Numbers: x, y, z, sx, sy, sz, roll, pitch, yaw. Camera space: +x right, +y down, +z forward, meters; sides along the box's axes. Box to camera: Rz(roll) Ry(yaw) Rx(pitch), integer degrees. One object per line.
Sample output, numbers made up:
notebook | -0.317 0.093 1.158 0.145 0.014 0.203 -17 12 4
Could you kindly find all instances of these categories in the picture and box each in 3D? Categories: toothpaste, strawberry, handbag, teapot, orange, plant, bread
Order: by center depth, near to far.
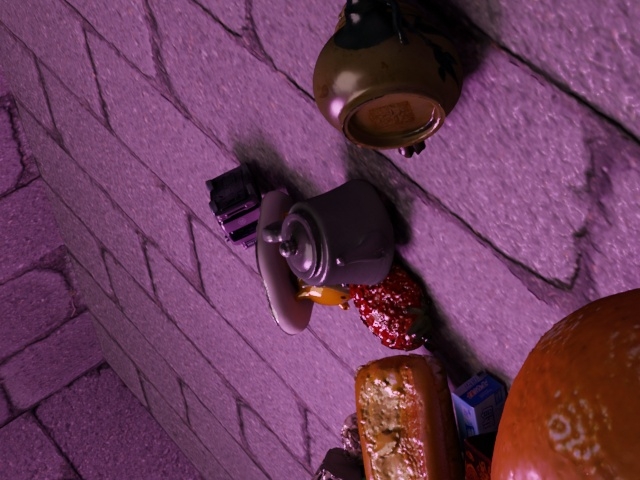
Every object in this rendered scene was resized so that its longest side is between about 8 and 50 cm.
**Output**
orange | 0.355 0.256 1.158 0.424 0.326 0.424 48 157 28
teapot | 0.078 -0.206 1.372 0.269 0.173 0.182 53 -153 -60
teapot | 0.000 0.000 1.738 0.239 0.149 0.162 22 121 56
toothpaste | 0.258 0.317 1.803 0.053 0.066 0.272 35 150 42
bread | 0.145 0.317 1.809 0.153 0.119 0.288 -10 87 31
strawberry | 0.104 0.100 1.810 0.192 0.085 0.140 61 160 -5
plant | 0.102 0.380 2.243 0.122 0.104 0.116 -15 147 39
handbag | 0.106 0.535 2.274 0.316 0.109 0.253 50 -168 11

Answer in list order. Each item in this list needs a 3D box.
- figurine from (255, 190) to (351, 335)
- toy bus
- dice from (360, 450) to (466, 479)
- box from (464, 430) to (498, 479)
figurine | -0.008 0.020 1.919 0.141 0.167 0.249 -17 76 27
toy bus | -0.138 -0.062 2.025 0.178 0.087 0.098 -109 -6 -65
dice | 0.158 0.529 2.004 0.287 0.297 0.300 54 160 13
box | 0.307 0.497 1.643 0.264 0.116 0.415 -147 52 -71
